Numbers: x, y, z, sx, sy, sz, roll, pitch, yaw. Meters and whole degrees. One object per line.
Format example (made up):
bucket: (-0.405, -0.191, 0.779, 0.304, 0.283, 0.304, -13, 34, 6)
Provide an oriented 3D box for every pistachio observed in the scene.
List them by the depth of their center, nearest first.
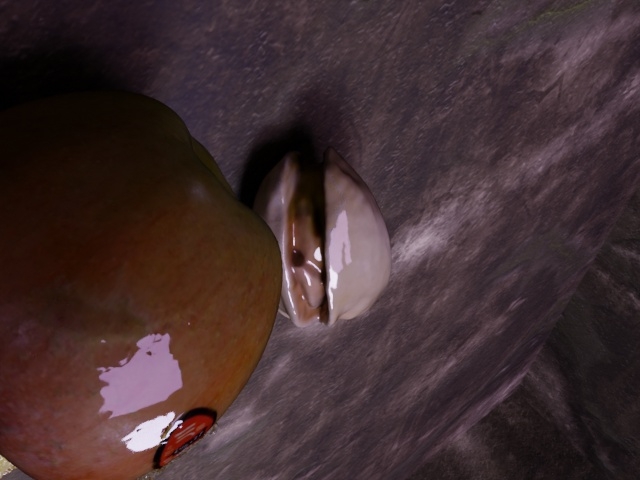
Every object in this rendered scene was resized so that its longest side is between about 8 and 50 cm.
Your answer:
pistachio: (0.000, 0.000, 1.204, 0.193, 0.214, 0.318, 0, 140, 4)

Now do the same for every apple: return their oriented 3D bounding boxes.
apple: (-0.188, 0.036, 0.781, 0.305, 0.338, 0.338, -38, 154, -16)

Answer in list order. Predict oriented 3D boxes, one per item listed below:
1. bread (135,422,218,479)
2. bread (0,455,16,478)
bread: (-0.273, 0.282, 1.289, 0.234, 0.110, 0.184, -36, 156, -16)
bread: (-0.422, 0.239, 1.043, 0.103, 0.065, 0.187, -38, 156, -11)
